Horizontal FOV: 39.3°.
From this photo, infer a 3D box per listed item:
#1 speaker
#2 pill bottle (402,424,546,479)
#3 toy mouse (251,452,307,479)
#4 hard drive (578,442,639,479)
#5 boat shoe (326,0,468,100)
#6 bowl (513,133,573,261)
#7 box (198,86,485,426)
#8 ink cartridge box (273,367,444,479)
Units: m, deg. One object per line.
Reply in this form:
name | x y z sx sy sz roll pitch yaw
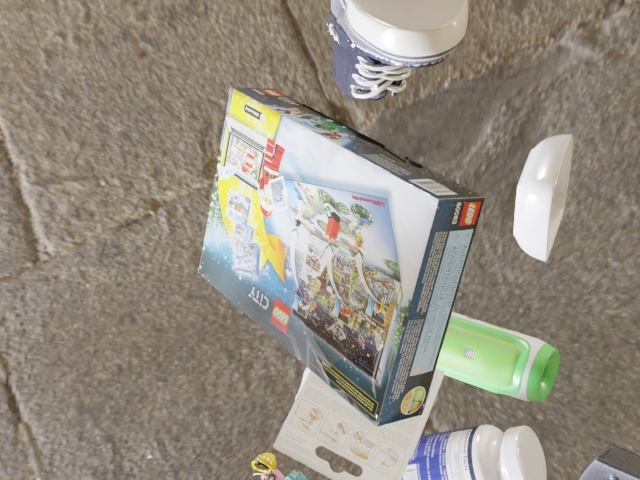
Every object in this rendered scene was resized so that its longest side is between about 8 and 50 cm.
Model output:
speaker | 0.327 0.230 1.835 0.296 0.131 0.131 16 85 31
pill bottle | 0.277 0.431 1.686 0.264 0.153 0.153 -17 80 31
toy mouse | -0.067 0.449 1.698 0.143 0.161 0.031 38 59 -10
hard drive | 0.503 0.417 1.451 0.172 0.255 0.054 21 59 19
boat shoe | 0.079 -0.217 1.003 0.127 0.341 0.158 -6 120 -5
bowl | 0.297 -0.061 1.204 0.053 0.142 0.142 12 46 19
box | 0.000 0.000 0.638 0.233 0.044 0.159 35 121 44
ink cartridge box | 0.054 0.248 1.299 0.189 0.066 0.232 28 61 1
